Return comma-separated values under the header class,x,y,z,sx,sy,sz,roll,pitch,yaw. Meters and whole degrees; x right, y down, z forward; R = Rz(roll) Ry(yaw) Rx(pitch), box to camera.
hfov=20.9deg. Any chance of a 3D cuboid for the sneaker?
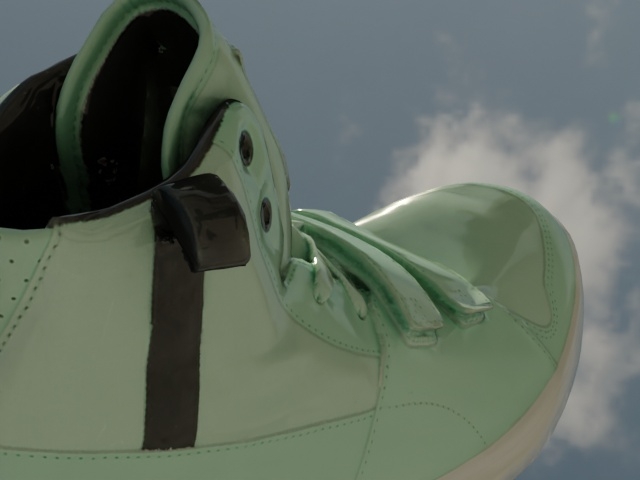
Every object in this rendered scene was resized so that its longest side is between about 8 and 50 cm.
class,x,y,z,sx,sy,sz,roll,pitch,yaw
sneaker,0.000,0.000,0.451,0.256,0.094,0.151,-33,-48,-48
